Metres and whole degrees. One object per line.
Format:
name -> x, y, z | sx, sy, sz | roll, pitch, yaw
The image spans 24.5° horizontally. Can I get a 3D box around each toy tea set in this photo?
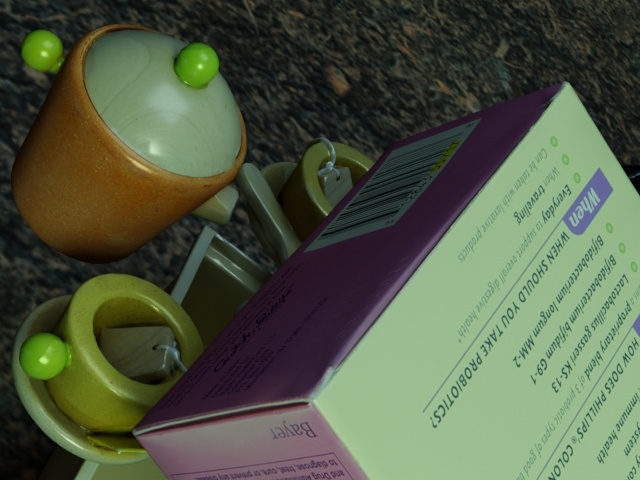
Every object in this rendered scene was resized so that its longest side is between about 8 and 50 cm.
toy tea set -> 0.000, 0.000, 0.729 | 0.336, 0.124, 0.200 | 6, 53, -41

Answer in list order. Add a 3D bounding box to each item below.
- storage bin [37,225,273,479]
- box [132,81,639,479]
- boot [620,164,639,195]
storage bin -> -0.026, 0.178, 0.748 | 0.260, 0.123, 0.262 | 37, 38, -12
box -> 0.080, 0.097, 0.640 | 0.243, 0.117, 0.213 | 54, 50, -16
boot -> 0.301, 0.022, 1.081 | 0.348, 0.260, 0.131 | 10, 87, -30
